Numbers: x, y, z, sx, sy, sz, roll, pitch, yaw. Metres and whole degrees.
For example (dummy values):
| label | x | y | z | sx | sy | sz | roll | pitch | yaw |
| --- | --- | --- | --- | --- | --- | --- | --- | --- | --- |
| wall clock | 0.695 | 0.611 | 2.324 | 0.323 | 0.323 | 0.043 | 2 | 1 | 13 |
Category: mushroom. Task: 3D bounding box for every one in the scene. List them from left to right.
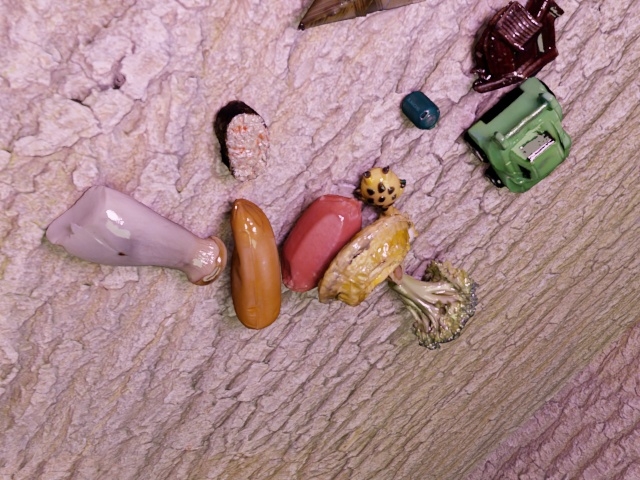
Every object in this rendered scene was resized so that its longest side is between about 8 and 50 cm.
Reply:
| label | x | y | z | sx | sy | sz | roll | pitch | yaw |
| --- | --- | --- | --- | --- | --- | --- | --- | --- | --- |
| mushroom | -0.335 | 0.003 | 1.139 | 0.159 | 0.122 | 0.329 | -15 | 152 | 38 |

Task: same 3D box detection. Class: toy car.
| label | x | y | z | sx | sy | sz | roll | pitch | yaw |
| --- | --- | --- | --- | --- | --- | --- | --- | --- | --- |
| toy car | 0.480 | -0.231 | 1.372 | 0.213 | 0.176 | 0.359 | -41 | 139 | 10 |

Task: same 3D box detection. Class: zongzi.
| label | x | y | z | sx | sy | sz | roll | pitch | yaw |
| --- | --- | --- | --- | --- | --- | --- | --- | --- | --- |
| zongzi | 0.061 | -0.463 | 0.927 | 0.242 | 0.112 | 0.221 | -21 | 139 | -13 |

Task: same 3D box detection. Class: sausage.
| label | x | y | z | sx | sy | sz | roll | pitch | yaw |
| --- | --- | --- | --- | --- | --- | --- | --- | --- | --- |
| sausage | -0.144 | 0.054 | 1.279 | 0.116 | 0.134 | 0.354 | 1 | 135 | -2 |
| sausage | 0.000 | 0.000 | 1.315 | 0.148 | 0.148 | 0.254 | 14 | 126 | -41 |

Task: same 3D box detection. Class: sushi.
| label | x | y | z | sx | sy | sz | roll | pitch | yaw |
| --- | --- | --- | --- | --- | --- | --- | --- | --- | --- |
| sushi | -0.143 | -0.183 | 1.091 | 0.090 | 0.078 | 0.150 | -17 | 136 | -19 |

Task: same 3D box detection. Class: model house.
| label | x | y | z | sx | sy | sz | roll | pitch | yaw |
| --- | --- | --- | --- | --- | --- | --- | --- | --- | --- |
| model house | 0.401 | -0.419 | 1.202 | 0.203 | 0.141 | 0.164 | -40 | 122 | -23 |

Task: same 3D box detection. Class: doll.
| label | x | y | z | sx | sy | sz | roll | pitch | yaw |
| --- | --- | --- | --- | --- | --- | --- | --- | --- | --- |
| doll | 0.159 | -0.070 | 1.391 | 0.117 | 0.086 | 0.291 | -6 | 142 | 15 |

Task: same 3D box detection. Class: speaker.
| label | x | y | z | sx | sy | sz | roll | pitch | yaw |
| --- | --- | --- | --- | --- | --- | --- | --- | --- | --- |
| speaker | 0.215 | -0.267 | 1.245 | 0.060 | 0.075 | 0.094 | -35 | 148 | 2 |

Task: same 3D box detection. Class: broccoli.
| label | x | y | z | sx | sy | sz | roll | pitch | yaw |
| --- | --- | --- | --- | --- | --- | --- | --- | --- | --- |
| broccoli | 0.303 | 0.167 | 1.629 | 0.243 | 0.247 | 0.263 | 28 | 158 | -12 |

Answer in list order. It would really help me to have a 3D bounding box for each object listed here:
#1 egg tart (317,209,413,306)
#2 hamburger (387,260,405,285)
| label | x | y | z | sx | sy | sz | roll | pitch | yaw |
| --- | --- | --- | --- | --- | --- | --- | --- | --- | --- |
| egg tart | 0.111 | 0.052 | 1.296 | 0.279 | 0.095 | 0.279 | -39 | 162 | -15 |
| hamburger | 0.157 | 0.057 | 1.518 | 0.176 | 0.102 | 0.087 | 29 | 77 | -66 |
